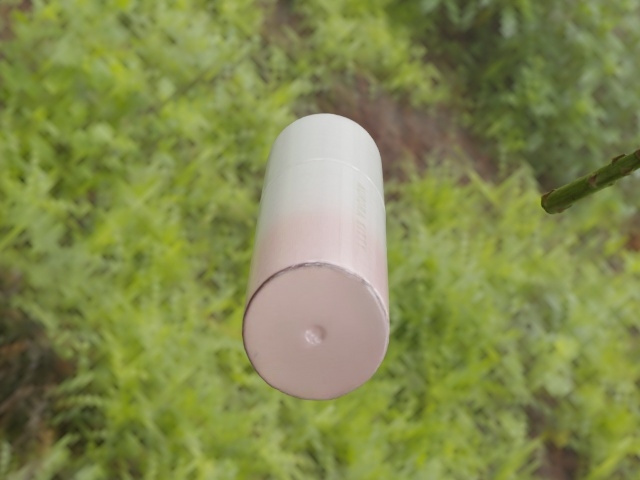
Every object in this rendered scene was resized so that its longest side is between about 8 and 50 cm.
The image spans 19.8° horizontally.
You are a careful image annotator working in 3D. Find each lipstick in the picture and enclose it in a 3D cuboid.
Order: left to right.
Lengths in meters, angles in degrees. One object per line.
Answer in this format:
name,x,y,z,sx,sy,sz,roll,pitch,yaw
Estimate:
lipstick,0.000,0.000,1.200,0.087,0.087,0.327,44,15,-13

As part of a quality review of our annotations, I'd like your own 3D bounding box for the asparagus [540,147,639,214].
asparagus,0.241,-0.058,1.471,0.024,0.025,0.248,15,-17,-17
